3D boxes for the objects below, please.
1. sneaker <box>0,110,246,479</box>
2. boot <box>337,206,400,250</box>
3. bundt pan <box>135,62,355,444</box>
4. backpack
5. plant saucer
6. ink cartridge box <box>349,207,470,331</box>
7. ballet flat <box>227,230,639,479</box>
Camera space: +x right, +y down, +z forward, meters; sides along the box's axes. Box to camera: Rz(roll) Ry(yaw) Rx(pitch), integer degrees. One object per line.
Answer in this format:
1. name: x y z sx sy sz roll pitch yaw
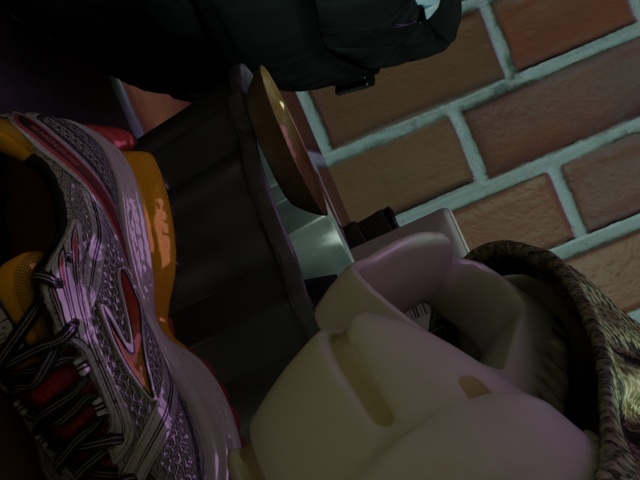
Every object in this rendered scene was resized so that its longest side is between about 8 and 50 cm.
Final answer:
1. sneaker: -0.099 0.051 0.431 0.092 0.088 0.225 16 48 -56
2. boot: 0.000 0.000 1.058 0.246 0.161 0.083 61 8 -50
3. bundt pan: -0.034 0.068 0.664 0.331 0.124 0.331 -23 90 -85
4. backpack: -0.074 -0.208 0.677 0.355 0.290 0.273 -38 123 -72
5. plant saucer: -0.019 -0.048 0.562 0.083 0.015 0.083 -24 90 -84
6. ink cartridge box: 0.069 0.141 0.919 0.117 0.207 0.283 58 11 -48
7. ballet flat: 0.059 0.089 0.423 0.182 0.164 0.483 50 16 0
